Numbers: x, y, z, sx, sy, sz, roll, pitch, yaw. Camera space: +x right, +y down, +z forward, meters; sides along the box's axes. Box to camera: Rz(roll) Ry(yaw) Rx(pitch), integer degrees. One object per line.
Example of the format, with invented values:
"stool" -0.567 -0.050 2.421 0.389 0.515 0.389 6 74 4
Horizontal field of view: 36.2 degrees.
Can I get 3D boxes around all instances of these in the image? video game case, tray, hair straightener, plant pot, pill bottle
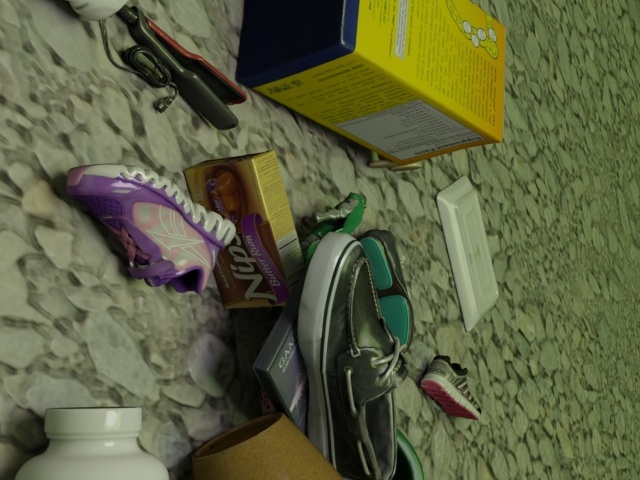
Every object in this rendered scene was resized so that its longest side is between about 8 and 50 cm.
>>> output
"video game case" 0.003 0.157 1.246 0.196 0.026 0.274 -62 149 -31
"tray" 0.284 0.022 1.833 0.145 0.030 0.270 -32 111 -53
"hair straightener" -0.174 -0.197 1.156 0.230 0.047 0.089 43 51 -45
"plant pot" -0.043 0.339 1.137 0.237 0.237 0.254 -26 93 -55
"pill bottle" -0.216 0.291 0.924 0.146 0.146 0.264 10 77 -56

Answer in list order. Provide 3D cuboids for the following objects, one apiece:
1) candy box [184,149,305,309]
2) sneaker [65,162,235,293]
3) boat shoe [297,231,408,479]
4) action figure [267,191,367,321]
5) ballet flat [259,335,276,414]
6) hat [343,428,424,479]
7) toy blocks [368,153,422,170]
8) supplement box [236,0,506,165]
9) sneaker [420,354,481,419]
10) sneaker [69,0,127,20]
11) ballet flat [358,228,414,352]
"candy box" -0.088 -0.011 1.202 0.053 0.109 0.186 -32 112 -54
"sneaker" -0.187 -0.007 1.074 0.236 0.095 0.104 34 65 -51
"boat shoe" 0.052 0.146 1.175 0.121 0.119 0.335 -44 138 -50
"action figure" 0.000 0.000 1.338 0.063 0.137 0.232 40 45 4
"ballet flat" -0.031 0.141 1.303 0.079 0.077 0.221 54 44 -11
"hat" 0.050 0.362 1.424 0.173 0.183 0.208 -32 82 -18
"toy blocks" 0.117 -0.191 1.592 0.123 0.054 0.148 1 84 -56
"supplement box" 0.084 -0.265 1.377 0.357 0.194 0.195 22 66 -43
"sneaker" 0.234 0.253 1.689 0.170 0.063 0.074 44 56 -39
"sneaker" -0.246 -0.386 1.034 0.118 0.110 0.292 19 69 -45
"ballet flat" 0.112 0.075 1.530 0.074 0.074 0.203 -31 109 -54
